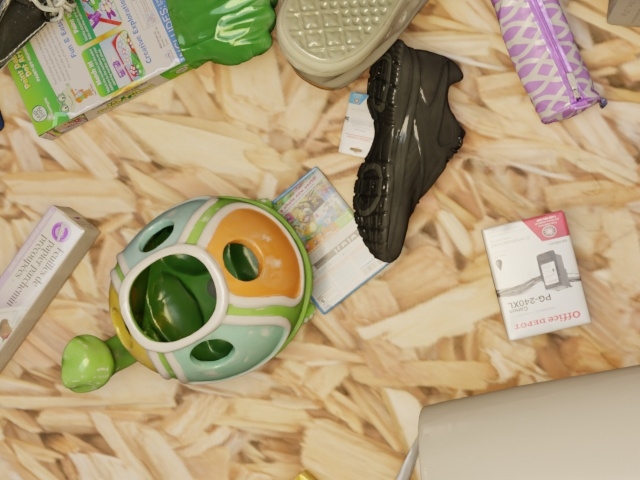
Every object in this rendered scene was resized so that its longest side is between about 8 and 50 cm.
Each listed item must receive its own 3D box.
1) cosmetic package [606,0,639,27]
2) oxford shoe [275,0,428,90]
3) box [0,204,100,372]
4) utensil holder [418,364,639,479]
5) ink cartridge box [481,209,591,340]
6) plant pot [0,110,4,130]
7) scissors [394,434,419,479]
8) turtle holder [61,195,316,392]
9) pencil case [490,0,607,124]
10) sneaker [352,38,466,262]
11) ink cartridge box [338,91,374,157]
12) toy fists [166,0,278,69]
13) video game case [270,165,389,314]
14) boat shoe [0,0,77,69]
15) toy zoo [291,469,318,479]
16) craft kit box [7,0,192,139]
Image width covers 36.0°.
[{"bbox_3d":[0.461,-0.345,1.206,0.183,0.151,0.151,8,91,10],"label":"cosmetic package"},{"bbox_3d":[0.097,-0.358,1.247,0.169,0.130,0.449,38,71,5],"label":"oxford shoe"},{"bbox_3d":[-0.433,0.098,1.384,0.063,0.067,0.324,37,96,7],"label":"box"},{"bbox_3d":[0.332,0.313,1.138,0.385,0.327,0.328,-12,88,11],"label":"utensil holder"},{"bbox_3d":[0.279,0.046,1.275,0.109,0.063,0.150,-14,87,8],"label":"ink cartridge box"},{"bbox_3d":[-0.615,-0.218,1.340,0.236,0.212,0.236,-26,85,8],"label":"plant pot"},{"bbox_3d":[0.070,0.399,1.325,0.109,0.021,0.297,7,92,11],"label":"scissors"},{"bbox_3d":[-0.178,0.067,1.258,0.320,0.227,0.243,-3,92,14],"label":"turtle holder"},{"bbox_3d":[0.286,-0.249,1.265,0.086,0.088,0.206,-24,85,6],"label":"pencil case"},{"bbox_3d":[0.122,-0.109,1.277,0.130,0.109,0.286,5,100,-23],"label":"sneaker"},{"bbox_3d":[0.056,-0.154,1.328,0.048,0.028,0.083,13,91,8],"label":"ink cartridge box"},{"bbox_3d":[-0.137,-0.367,1.323,0.142,0.096,0.279,-18,77,13],"label":"toy fists"},{"bbox_3d":[0.000,0.000,1.343,0.119,0.015,0.166,-39,84,7],"label":"video game case"},{"bbox_3d":[-0.367,-0.344,1.301,0.105,0.113,0.306,29,85,22],"label":"boat shoe"},{"bbox_3d":[-0.037,0.446,1.323,0.293,0.030,0.192,-42,80,9],"label":"toy zoo"},{"bbox_3d":[-0.329,-0.304,1.377,0.246,0.061,0.250,-24,86,5],"label":"craft kit box"}]
